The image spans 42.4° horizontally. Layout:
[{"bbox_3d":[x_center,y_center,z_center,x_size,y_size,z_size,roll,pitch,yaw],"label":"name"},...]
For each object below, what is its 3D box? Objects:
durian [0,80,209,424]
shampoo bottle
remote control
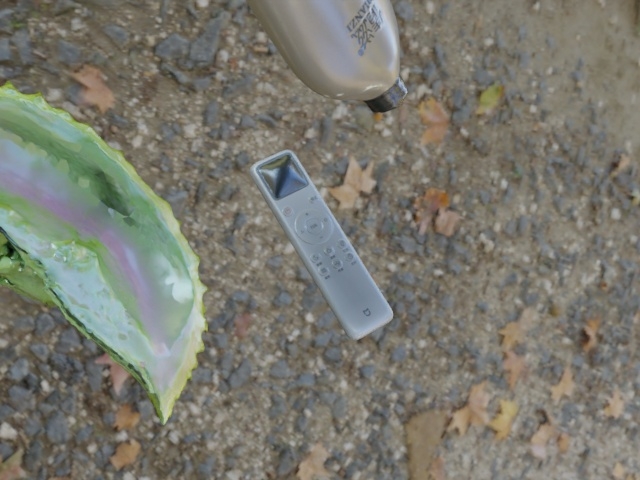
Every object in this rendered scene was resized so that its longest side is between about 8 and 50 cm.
[{"bbox_3d":[-0.233,-0.012,0.724,0.355,0.169,0.157,42,96,-15],"label":"durian"},{"bbox_3d":[-0.001,-0.212,0.731,0.257,0.078,0.127,48,63,-37],"label":"shampoo bottle"},{"bbox_3d":[0.000,0.000,1.029,0.067,0.029,0.261,-27,77,-21],"label":"remote control"}]
